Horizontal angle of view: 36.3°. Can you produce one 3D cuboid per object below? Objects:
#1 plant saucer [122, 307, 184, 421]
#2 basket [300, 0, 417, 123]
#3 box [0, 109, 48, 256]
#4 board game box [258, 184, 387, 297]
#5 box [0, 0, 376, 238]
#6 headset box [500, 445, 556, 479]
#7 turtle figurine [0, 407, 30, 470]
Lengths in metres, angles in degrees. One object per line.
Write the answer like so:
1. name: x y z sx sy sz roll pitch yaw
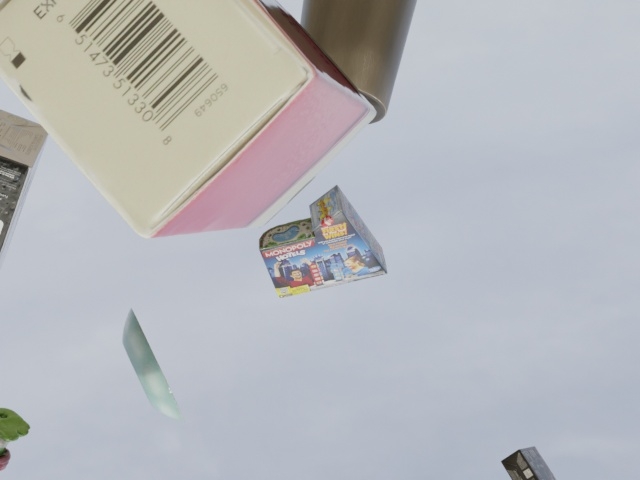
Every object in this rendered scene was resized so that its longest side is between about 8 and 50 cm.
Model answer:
1. plant saucer: -0.265 0.198 1.499 0.037 0.195 0.195 -25 -144 -13
2. basket: 0.043 -0.279 1.283 0.154 0.227 0.204 17 164 -21
3. box: -0.413 0.002 1.147 0.087 0.290 0.169 20 -164 -15
4. board game box: 0.000 0.000 1.615 0.194 0.194 0.060 -13 -129 3
5. box: -0.070 -0.097 0.597 0.149 0.127 0.232 48 -170 5
6. headset box: 0.271 0.299 1.252 0.062 0.032 0.083 59 -162 21
7. turtle figurine: -0.504 0.395 1.402 0.197 0.266 0.275 15 -157 -12
